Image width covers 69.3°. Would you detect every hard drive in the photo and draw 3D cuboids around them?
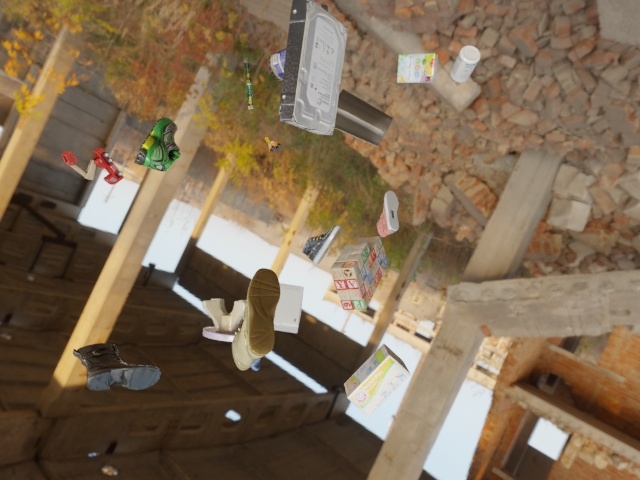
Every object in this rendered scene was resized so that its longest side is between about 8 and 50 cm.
[{"bbox_3d":[-0.017,-0.503,1.383,0.064,0.338,0.237,12,-174,30],"label":"hard drive"}]

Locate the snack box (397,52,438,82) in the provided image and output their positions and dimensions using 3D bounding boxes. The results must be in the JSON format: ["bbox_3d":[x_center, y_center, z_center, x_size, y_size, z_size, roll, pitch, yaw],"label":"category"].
[{"bbox_3d":[0.357,-0.635,1.712,0.141,0.100,0.037,12,-162,31],"label":"snack box"}]

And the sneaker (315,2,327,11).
[{"bbox_3d":[-0.046,-0.837,1.805,0.145,0.270,0.090,4,144,-7],"label":"sneaker"}]

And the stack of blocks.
[{"bbox_3d":[0.147,0.094,1.673,0.087,0.171,0.297,-6,-154,28],"label":"stack of blocks"}]

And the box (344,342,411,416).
[{"bbox_3d":[0.188,0.469,1.561,0.103,0.203,0.114,43,-176,-7],"label":"box"}]

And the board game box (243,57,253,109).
[{"bbox_3d":[-0.350,-0.761,2.247,0.030,0.136,0.259,-7,-133,-6],"label":"board game box"}]

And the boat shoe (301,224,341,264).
[{"bbox_3d":[0.000,0.000,1.729,0.083,0.183,0.065,38,-157,12],"label":"boat shoe"}]

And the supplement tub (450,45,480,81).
[{"bbox_3d":[0.486,-0.593,1.558,0.071,0.071,0.107,25,163,3],"label":"supplement tub"}]

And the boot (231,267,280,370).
[{"bbox_3d":[-0.191,0.230,1.350,0.095,0.261,0.203,10,148,-20],"label":"boot"}]

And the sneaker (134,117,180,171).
[{"bbox_3d":[-0.652,-0.387,1.924,0.146,0.134,0.343,27,-144,-21],"label":"sneaker"}]

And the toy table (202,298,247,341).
[{"bbox_3d":[-0.393,0.336,1.991,0.274,0.160,0.252,0,175,33],"label":"toy table"}]

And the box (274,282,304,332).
[{"bbox_3d":[-0.172,0.287,1.994,0.181,0.181,0.119,9,154,-2],"label":"box"}]

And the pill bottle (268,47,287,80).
[{"bbox_3d":[-0.114,-0.807,2.073,0.219,0.122,0.123,-10,161,29],"label":"pill bottle"}]

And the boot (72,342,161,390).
[{"bbox_3d":[-0.716,0.427,1.633,0.263,0.091,0.229,10,-168,-35],"label":"boot"}]

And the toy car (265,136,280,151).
[{"bbox_3d":[-0.204,-0.420,1.963,0.040,0.060,0.122,54,172,9],"label":"toy car"}]

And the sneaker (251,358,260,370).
[{"bbox_3d":[-0.298,0.525,2.108,0.059,0.144,0.053,-8,-171,34],"label":"sneaker"}]

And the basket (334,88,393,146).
[{"bbox_3d":[0.158,-0.479,1.841,0.227,0.154,0.204,26,-168,-2],"label":"basket"}]

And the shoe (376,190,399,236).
[{"bbox_3d":[0.255,-0.102,1.792,0.064,0.177,0.081,15,151,-28],"label":"shoe"}]

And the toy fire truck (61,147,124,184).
[{"bbox_3d":[-0.839,-0.272,1.717,0.047,0.135,0.192,16,143,43],"label":"toy fire truck"}]
